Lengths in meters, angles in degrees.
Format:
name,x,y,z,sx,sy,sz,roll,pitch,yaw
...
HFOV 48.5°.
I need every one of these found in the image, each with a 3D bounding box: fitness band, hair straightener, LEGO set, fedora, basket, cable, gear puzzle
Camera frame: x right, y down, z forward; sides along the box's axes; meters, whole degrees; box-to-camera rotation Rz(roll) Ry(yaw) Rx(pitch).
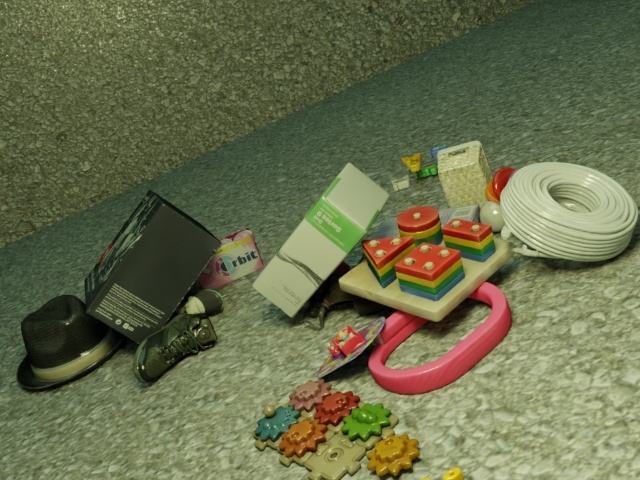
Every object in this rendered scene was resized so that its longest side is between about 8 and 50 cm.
name,x,y,z,sx,sy,sz,roll,pitch,yaw
fitness band,0.215,0.169,1.295,0.291,0.054,0.209,-35,25,-25
hair straightener,0.008,0.132,1.613,0.089,0.047,0.230,-38,18,31
LEGO set,0.299,-0.208,2.033,0.227,0.087,0.093,-17,22,17
fedora,-0.672,0.241,1.849,0.334,0.152,0.334,-20,22,9
basket,0.354,-0.138,1.716,0.113,0.167,0.103,-13,29,23
cable,0.481,-0.063,1.385,0.257,0.089,0.257,9,39,2
gear puzzle,0.023,0.311,1.164,0.175,0.044,0.339,-35,25,-29

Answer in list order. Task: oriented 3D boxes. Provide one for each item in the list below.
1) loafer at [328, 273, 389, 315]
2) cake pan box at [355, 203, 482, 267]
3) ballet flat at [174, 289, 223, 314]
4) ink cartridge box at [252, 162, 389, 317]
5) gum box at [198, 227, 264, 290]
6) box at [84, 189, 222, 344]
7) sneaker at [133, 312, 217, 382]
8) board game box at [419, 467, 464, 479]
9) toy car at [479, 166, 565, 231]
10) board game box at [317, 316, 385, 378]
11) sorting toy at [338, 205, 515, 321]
name,x,y,z,sx,sy,sz,roll,pitch,yaw
loafer,0.111,0.122,1.496,0.220,0.078,0.080,5,-10,37
cake pan box,0.229,0.012,1.622,0.246,0.070,0.267,-8,26,28
ballet flat,-0.322,0.165,1.799,0.074,0.074,0.203,-39,21,-34
ink cartridge box,0.000,0.000,1.545,0.289,0.122,0.211,-50,3,31
gum box,-0.253,0.052,1.939,0.189,0.107,0.062,-23,22,-1
box,-0.438,0.058,1.813,0.312,0.179,0.343,-55,21,-4
sneaker,-0.323,0.235,1.615,0.130,0.087,0.227,-15,17,35
board game box,0.014,0.458,0.831,0.390,0.050,0.390,-18,22,10
toy car,0.443,-0.099,1.576,0.159,0.136,0.182,-33,24,-24
board game box,0.047,0.191,1.341,0.169,0.033,0.133,-38,6,38
sorting toy,0.202,0.025,1.407,0.257,0.089,0.256,-35,32,-32
